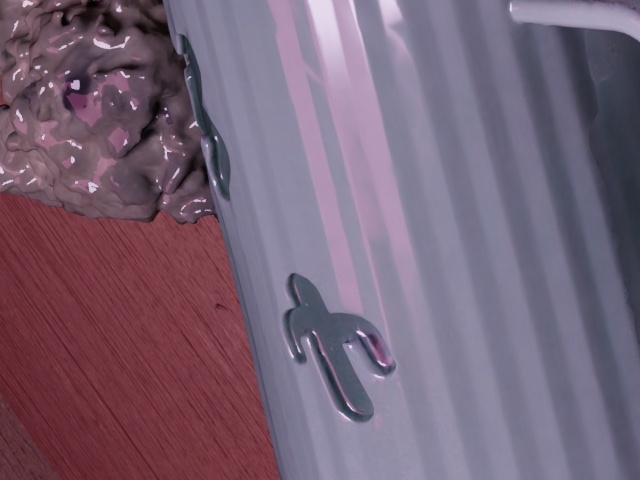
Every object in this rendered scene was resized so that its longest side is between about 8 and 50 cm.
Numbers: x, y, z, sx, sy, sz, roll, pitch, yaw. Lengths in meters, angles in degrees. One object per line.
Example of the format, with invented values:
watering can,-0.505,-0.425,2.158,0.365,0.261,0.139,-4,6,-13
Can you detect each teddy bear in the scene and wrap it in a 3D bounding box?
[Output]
teddy bear,-0.140,-0.181,1.007,0.224,0.357,0.367,-9,-102,-77

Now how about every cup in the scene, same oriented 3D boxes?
cup,0.120,-0.050,0.810,0.401,0.310,0.392,0,121,30

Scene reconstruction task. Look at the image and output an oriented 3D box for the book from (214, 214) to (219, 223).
book,0.000,0.000,1.254,0.260,0.043,0.371,3,131,58
